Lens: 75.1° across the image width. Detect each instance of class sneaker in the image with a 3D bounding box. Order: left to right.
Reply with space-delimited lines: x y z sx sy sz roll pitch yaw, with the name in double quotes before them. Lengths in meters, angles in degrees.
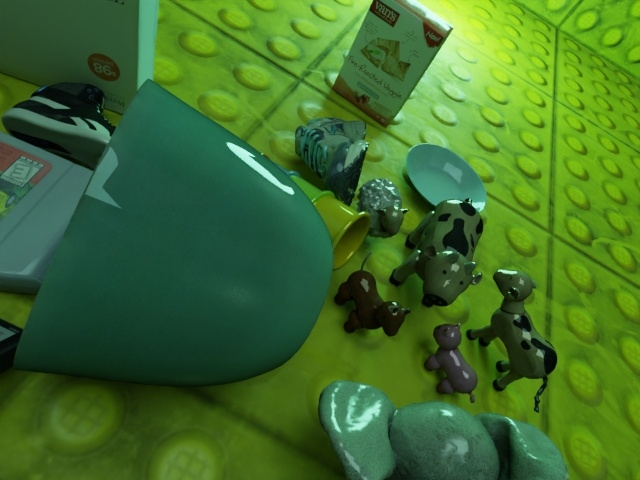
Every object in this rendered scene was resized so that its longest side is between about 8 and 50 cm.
"sneaker" -0.323 -0.170 0.614 0.217 0.079 0.121 21 53 -9
"sneaker" 0.009 -0.144 0.714 0.122 0.110 0.283 13 26 -3

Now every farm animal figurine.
"farm animal figurine" 0.206 0.056 0.642 0.331 0.172 0.326 20 52 -12

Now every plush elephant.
"plush elephant" 0.097 0.277 0.400 0.272 0.330 0.255 21 33 -1

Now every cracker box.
"cracker box" 0.141 -0.377 0.871 0.156 0.232 0.067 37 50 3

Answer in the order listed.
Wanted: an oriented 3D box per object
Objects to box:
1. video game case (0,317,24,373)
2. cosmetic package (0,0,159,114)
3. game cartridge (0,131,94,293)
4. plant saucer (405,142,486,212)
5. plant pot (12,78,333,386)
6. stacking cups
"video game case" -0.424 0.081 0.308 0.248 0.035 0.275 26 10 -1
"cosmetic package" -0.425 -0.363 0.569 0.378 0.284 0.097 17 54 -13
"game cartridge" -0.435 -0.053 0.503 0.294 0.060 0.196 23 55 -9
"plant saucer" 0.256 -0.120 0.874 0.195 0.037 0.194 12 55 -17
"plant pot" -0.130 0.022 0.453 0.235 0.293 0.292 25 50 -24
"stacking cups" -0.078 -0.075 0.629 0.316 0.096 0.096 33 48 24
